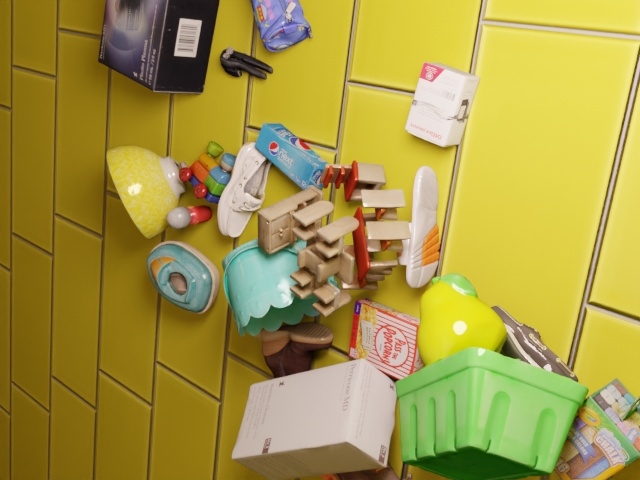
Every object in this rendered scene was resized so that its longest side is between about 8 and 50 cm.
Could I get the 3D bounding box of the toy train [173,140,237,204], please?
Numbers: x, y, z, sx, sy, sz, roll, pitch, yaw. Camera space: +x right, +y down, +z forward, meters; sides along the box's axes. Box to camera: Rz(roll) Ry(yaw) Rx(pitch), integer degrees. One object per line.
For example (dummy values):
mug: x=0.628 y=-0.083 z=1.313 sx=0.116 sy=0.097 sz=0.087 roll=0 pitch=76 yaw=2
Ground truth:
toy train: x=-0.325 y=-0.220 z=2.102 sx=0.248 sy=0.105 sz=0.143 roll=45 pitch=109 yaw=35

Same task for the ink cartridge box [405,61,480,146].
ink cartridge box: x=0.254 y=-0.285 z=1.571 sx=0.109 sy=0.063 sz=0.150 roll=31 pitch=117 yaw=35

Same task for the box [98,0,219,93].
box: x=-0.458 y=-0.595 z=2.093 sx=0.294 sy=0.182 sz=0.296 roll=31 pitch=117 yaw=36

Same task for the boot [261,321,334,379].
boot: x=-0.044 y=0.323 z=1.958 sx=0.248 sy=0.090 sz=0.207 roll=-3 pitch=107 yaw=41

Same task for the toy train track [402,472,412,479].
toy train track: x=0.213 y=0.600 z=1.797 sx=0.048 sy=0.014 sz=0.083 roll=4 pitch=101 yaw=42

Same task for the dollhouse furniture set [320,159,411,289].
dollhouse furniture set: x=0.082 y=-0.040 z=1.659 sx=0.262 sy=0.135 sz=0.259 roll=113 pitch=154 yaw=-60

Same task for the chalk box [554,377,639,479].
chalk box: x=0.529 y=0.353 z=1.384 sx=0.132 sy=0.132 sz=0.213 roll=54 pitch=129 yaw=22

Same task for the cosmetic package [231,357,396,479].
cosmetic package: x=-0.014 y=0.438 z=1.802 sx=0.385 sy=0.156 sz=0.217 roll=-24 pitch=40 yaw=38

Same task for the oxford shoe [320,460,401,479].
oxford shoe: x=0.112 y=0.553 z=1.806 sx=0.363 sy=0.130 sz=0.133 roll=23 pitch=104 yaw=39

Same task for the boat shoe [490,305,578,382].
boat shoe: x=0.419 y=0.216 z=1.508 sx=0.228 sy=0.068 sz=0.081 roll=53 pitch=165 yaw=26

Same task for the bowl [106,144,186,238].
bowl: x=-0.487 y=-0.163 z=2.188 sx=0.156 sy=0.289 sz=0.289 roll=-23 pitch=79 yaw=-1

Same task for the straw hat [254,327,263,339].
straw hat: x=-0.190 y=0.214 z=2.067 sx=0.144 sy=0.061 sz=0.144 roll=9 pitch=103 yaw=42

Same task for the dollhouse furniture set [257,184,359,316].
dollhouse furniture set: x=0.000 y=0.000 z=1.643 sx=0.242 sy=0.161 sz=0.212 roll=35 pitch=138 yaw=34

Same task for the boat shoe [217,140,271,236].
boat shoe: x=-0.196 y=-0.120 z=1.989 sx=0.096 sy=0.098 sz=0.277 roll=35 pitch=118 yaw=34

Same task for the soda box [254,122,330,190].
soda box: x=-0.070 y=-0.211 z=1.878 sx=0.210 sy=0.067 sz=0.071 roll=42 pitch=123 yaw=29

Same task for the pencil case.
pencil case: x=-0.121 y=-0.615 z=1.816 sx=0.133 sy=0.119 sz=0.306 roll=143 pitch=110 yaw=-71

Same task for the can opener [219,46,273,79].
can opener: x=-0.195 y=-0.464 z=1.967 sx=0.186 sy=0.073 sz=0.059 roll=22 pitch=73 yaw=35

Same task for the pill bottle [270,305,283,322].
pill bottle: x=-0.135 y=0.155 z=1.993 sx=0.078 sy=0.078 sz=0.137 roll=-16 pitch=84 yaw=43

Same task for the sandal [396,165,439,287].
sandal: x=0.207 y=-0.030 z=1.643 sx=0.076 sy=0.102 sz=0.265 roll=5 pitch=92 yaw=43

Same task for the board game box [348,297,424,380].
board game box: x=0.159 y=0.234 z=1.761 sx=0.193 sy=0.045 sz=0.147 roll=19 pitch=110 yaw=39

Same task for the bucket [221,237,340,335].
bucket: x=-0.103 y=0.101 z=1.835 sx=0.281 sy=0.281 sz=0.183 roll=-35 pitch=70 yaw=40

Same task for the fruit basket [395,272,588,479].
fruit basket: x=0.305 y=0.261 z=1.461 sx=0.392 sy=0.283 sz=0.392 roll=-159 pitch=90 yaw=-79

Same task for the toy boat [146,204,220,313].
toy boat: x=-0.403 y=0.045 z=2.163 sx=0.267 sy=0.148 sz=0.318 roll=24 pitch=111 yaw=29
